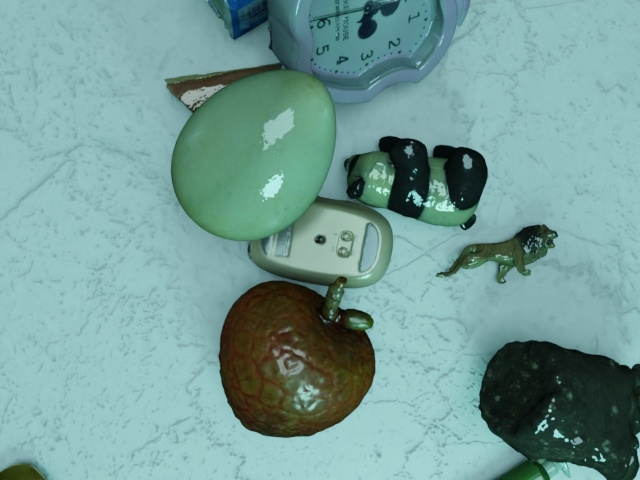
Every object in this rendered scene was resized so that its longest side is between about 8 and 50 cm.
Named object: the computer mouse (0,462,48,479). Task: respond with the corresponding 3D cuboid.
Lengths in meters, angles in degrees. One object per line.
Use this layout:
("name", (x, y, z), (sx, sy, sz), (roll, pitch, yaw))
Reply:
("computer mouse", (-0.450, 0.477, 1.286), (0.126, 0.056, 0.245), (-31, 95, -4))

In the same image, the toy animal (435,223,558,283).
("toy animal", (0.299, 0.037, 1.351), (0.220, 0.069, 0.086), (-15, 71, -10))

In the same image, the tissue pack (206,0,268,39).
("tissue pack", (-0.068, -0.454, 1.240), (0.264, 0.198, 0.146), (-35, 92, -4))

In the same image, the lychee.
("lychee", (-0.036, 0.173, 1.233), (0.255, 0.255, 0.300), (35, 101, -5))

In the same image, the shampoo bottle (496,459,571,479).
("shampoo bottle", (0.330, 0.428, 1.359), (0.205, 0.065, 0.065), (-31, 93, -5))

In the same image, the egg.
("egg", (-0.091, -0.129, 1.167), (0.218, 0.218, 0.295), (39, 123, -5))

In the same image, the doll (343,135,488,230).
("doll", (0.155, -0.100, 1.298), (0.235, 0.143, 0.135), (12, 96, -6))

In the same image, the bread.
("bread", (-0.149, -0.222, 1.300), (0.193, 0.067, 0.119), (-9, 89, -7))

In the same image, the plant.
("plant", (0.403, 0.274, 1.293), (0.276, 0.188, 0.198), (24, 67, -24))

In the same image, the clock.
("clock", (0.078, -0.366, 1.194), (0.339, 0.338, 0.102), (-34, 56, -4))

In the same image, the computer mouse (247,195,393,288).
("computer mouse", (0.000, 0.000, 1.307), (0.237, 0.082, 0.145), (8, 88, 6))
